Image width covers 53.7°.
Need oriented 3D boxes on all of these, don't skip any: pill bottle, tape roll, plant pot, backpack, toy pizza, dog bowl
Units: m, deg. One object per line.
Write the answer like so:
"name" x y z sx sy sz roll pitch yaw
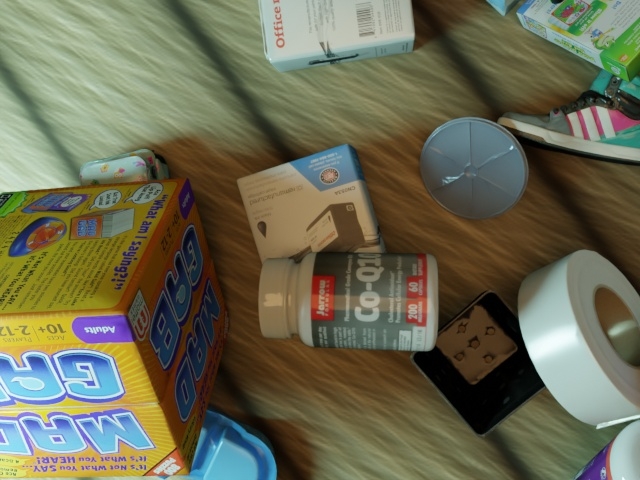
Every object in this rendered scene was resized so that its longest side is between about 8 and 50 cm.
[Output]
"pill bottle" 0.528 0.432 1.051 0.182 0.323 0.181 0 53 0
"tape roll" 0.463 0.162 1.066 0.100 0.286 0.286 -35 88 40
"plant pot" 0.291 0.207 1.151 0.188 0.167 0.187 -42 87 6
"backpack" -0.374 -0.074 1.236 0.166 0.144 0.188 -12 94 2
"toy pizza" 0.283 -0.133 1.170 0.201 0.032 0.201 14 123 23
"dog bowl" -0.223 0.421 1.273 0.297 0.074 0.166 25 96 5
"pill bottle" 0.048 0.099 1.050 0.283 0.161 0.161 1 93 6

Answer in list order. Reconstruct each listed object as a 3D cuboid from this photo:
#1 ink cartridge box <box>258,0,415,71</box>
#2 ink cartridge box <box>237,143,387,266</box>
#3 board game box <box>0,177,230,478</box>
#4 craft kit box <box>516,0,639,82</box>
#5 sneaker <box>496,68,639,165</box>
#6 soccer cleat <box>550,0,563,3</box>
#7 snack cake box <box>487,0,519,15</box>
"ink cartridge box" 0.029 -0.439 1.180 0.273 0.114 0.197 -7 93 7
"ink cartridge box" 0.000 0.000 1.196 0.223 0.129 0.307 -17 91 8
"board game box" -0.391 0.144 1.073 0.356 0.356 0.356 -4 125 8
"craft kit box" 0.517 -0.430 1.087 0.250 0.061 0.246 -47 50 7
"sneaker" 0.476 -0.243 1.127 0.296 0.124 0.178 11 96 3
"soccer cleat" 0.455 -0.480 1.078 0.072 0.060 0.179 33 86 43
"snack cake box" 0.293 -0.557 1.137 0.152 0.089 0.264 -44 79 10
